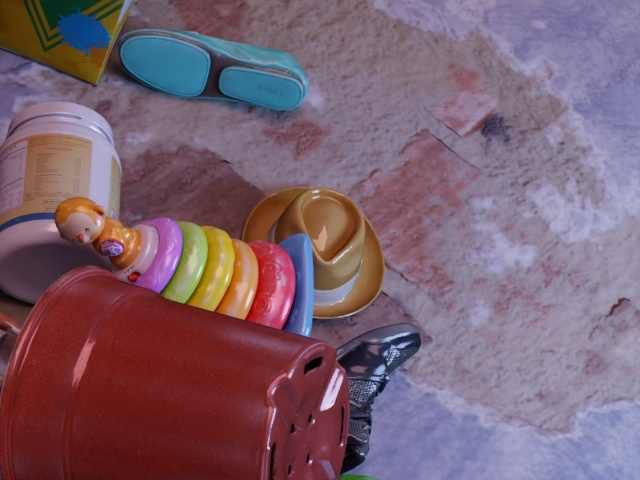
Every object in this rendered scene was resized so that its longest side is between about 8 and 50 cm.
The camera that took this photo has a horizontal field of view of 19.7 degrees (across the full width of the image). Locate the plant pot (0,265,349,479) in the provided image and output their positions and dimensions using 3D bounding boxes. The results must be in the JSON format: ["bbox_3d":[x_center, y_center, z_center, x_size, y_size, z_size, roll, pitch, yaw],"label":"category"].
[{"bbox_3d":[-0.129,0.176,1.794,0.265,0.272,0.272,8,46,24],"label":"plant pot"}]

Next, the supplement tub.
[{"bbox_3d":[-0.298,-0.042,2.072,0.144,0.144,0.200,8,52,-14],"label":"supplement tub"}]

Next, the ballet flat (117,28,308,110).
[{"bbox_3d":[-0.137,-0.221,2.319,0.247,0.083,0.087,13,27,-11],"label":"ballet flat"}]

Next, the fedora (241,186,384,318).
[{"bbox_3d":[0.000,0.000,2.190,0.194,0.079,0.194,10,53,-13],"label":"fedora"}]

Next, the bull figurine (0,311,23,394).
[{"bbox_3d":[-0.401,0.078,1.874,0.188,0.310,0.101,33,93,6],"label":"bull figurine"}]

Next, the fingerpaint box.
[{"bbox_3d":[-0.244,-0.483,2.275,0.163,0.371,0.445,22,51,-6],"label":"fingerpaint box"}]

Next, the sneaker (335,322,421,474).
[{"bbox_3d":[0.042,0.184,2.066,0.227,0.087,0.130,-28,70,-30],"label":"sneaker"}]

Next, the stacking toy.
[{"bbox_3d":[-0.160,0.033,1.978,0.302,0.175,0.166,31,43,-33],"label":"stacking toy"}]

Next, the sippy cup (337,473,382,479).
[{"bbox_3d":[0.037,0.391,1.832,0.224,0.305,0.240,-51,123,-29],"label":"sippy cup"}]
